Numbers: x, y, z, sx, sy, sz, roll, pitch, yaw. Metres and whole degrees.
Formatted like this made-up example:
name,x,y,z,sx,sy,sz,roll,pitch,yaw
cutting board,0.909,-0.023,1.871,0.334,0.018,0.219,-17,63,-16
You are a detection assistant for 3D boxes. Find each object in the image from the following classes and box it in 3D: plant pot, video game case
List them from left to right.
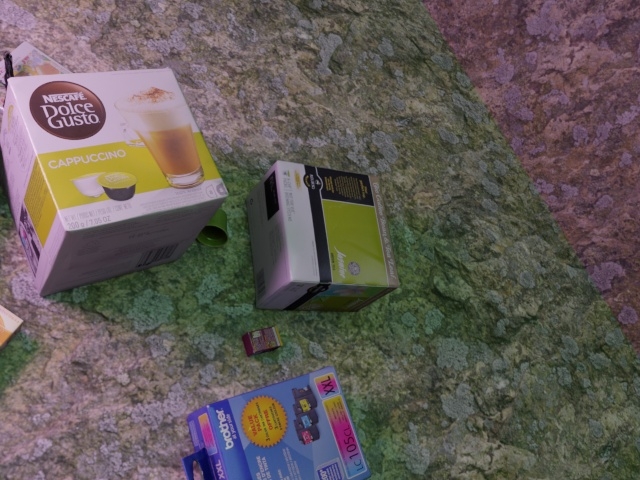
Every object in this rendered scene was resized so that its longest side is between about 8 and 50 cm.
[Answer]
name,x,y,z,sx,sy,sz,roll,pitch,yaw
video game case,-0.687,-0.361,1.457,0.226,0.026,0.206,34,53,-12
plant pot,-0.270,-0.039,1.520,0.083,0.083,0.079,24,44,-19

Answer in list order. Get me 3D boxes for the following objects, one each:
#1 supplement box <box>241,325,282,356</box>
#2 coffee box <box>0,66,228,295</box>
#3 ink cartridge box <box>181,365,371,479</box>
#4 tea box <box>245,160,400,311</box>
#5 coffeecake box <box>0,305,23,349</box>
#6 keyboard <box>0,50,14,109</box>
name,x,y,z,sx,sy,sz,roll,pitch,yaw
supplement box,-0.143,0.248,1.464,0.083,0.043,0.055,-7,70,-35
coffee box,-0.460,-0.129,1.276,0.337,0.338,0.335,-16,75,-37
ink cartridge box,-0.117,0.464,1.305,0.395,0.151,0.270,-10,72,-33
tea box,0.000,0.000,1.569,0.323,0.220,0.329,6,63,-28
coffeecake box,-0.696,0.193,1.137,0.142,0.068,0.186,38,53,-10
keyboard,-0.794,-0.368,1.359,0.201,0.033,0.318,-10,71,-17
